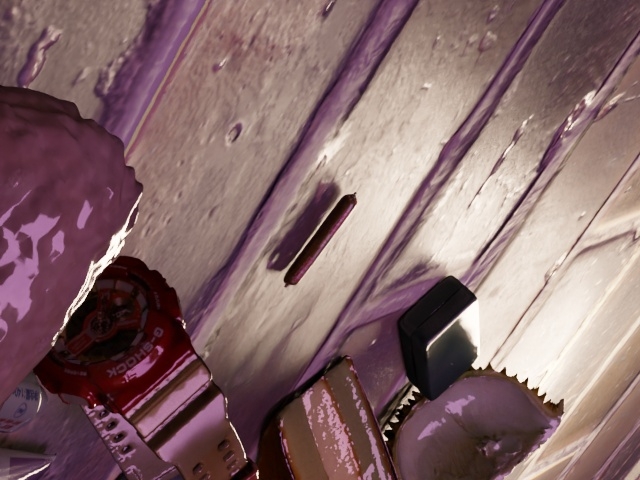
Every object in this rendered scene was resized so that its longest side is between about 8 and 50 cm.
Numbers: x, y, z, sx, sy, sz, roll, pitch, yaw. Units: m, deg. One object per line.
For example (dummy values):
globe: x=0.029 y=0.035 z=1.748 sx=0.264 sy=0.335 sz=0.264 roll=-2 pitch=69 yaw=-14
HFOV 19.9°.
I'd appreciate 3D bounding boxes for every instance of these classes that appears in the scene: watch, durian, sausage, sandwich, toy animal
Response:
watch: x=-0.112 y=0.120 z=1.226 sx=0.102 sy=0.165 sz=0.268 roll=-41 pitch=138 yaw=-16
durian: x=0.141 y=0.224 z=1.998 sx=0.252 sy=0.139 sz=0.144 roll=-41 pitch=155 yaw=-13
sausage: x=0.000 y=0.000 z=1.468 sx=0.100 sy=0.015 sz=0.015 roll=-53 pitch=159 yaw=18
sandwich: x=0.025 y=0.228 z=1.767 sx=0.117 sy=0.144 sz=0.187 roll=-38 pitch=159 yaw=-28
toy animal: x=-0.257 y=0.056 z=0.816 sx=0.358 sy=0.188 sz=0.226 roll=-51 pitch=149 yaw=15

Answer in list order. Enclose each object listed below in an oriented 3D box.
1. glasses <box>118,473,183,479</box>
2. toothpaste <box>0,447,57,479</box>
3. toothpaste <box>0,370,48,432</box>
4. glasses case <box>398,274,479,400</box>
glasses: x=-0.094 y=0.278 z=1.463 sx=0.234 sy=0.268 sz=0.118 roll=-19 pitch=128 yaw=-49
toothpaste: x=-0.255 y=0.174 z=1.230 sx=0.114 sy=0.073 sz=0.299 roll=-45 pitch=167 yaw=-3
toothpaste: x=-0.242 y=0.088 z=1.110 sx=0.069 sy=0.047 sz=0.268 roll=-31 pitch=161 yaw=15
glasses case: x=0.123 y=0.102 z=1.870 sx=0.078 sy=0.039 sz=0.184 roll=-42 pitch=160 yaw=-12
